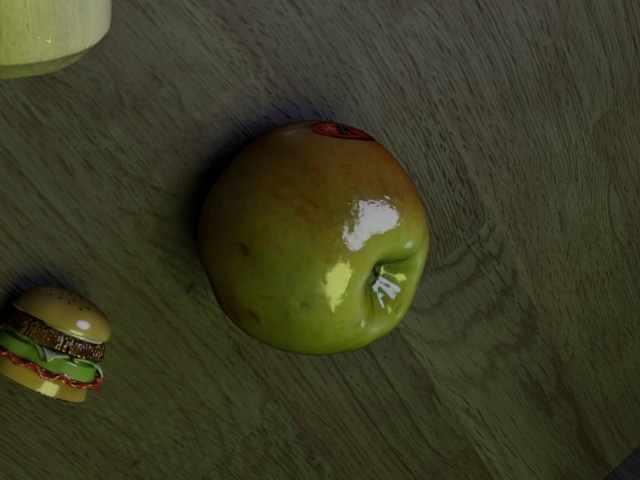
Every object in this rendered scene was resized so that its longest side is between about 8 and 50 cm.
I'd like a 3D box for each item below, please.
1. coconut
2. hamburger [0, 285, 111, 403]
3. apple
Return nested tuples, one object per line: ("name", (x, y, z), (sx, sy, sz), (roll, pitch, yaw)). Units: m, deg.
("coconut", (-0.347, -0.319, 1.484), (0.237, 0.237, 0.265), (-17, 132, -30))
("hamburger", (-0.367, 0.134, 1.863), (0.175, 0.175, 0.136), (22, 91, -46))
("apple", (0.000, 0.000, 1.952), (0.339, 0.305, 0.338), (-20, 129, -27))
